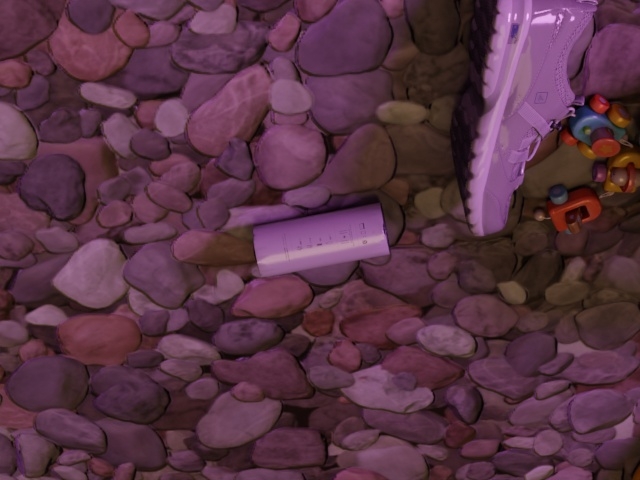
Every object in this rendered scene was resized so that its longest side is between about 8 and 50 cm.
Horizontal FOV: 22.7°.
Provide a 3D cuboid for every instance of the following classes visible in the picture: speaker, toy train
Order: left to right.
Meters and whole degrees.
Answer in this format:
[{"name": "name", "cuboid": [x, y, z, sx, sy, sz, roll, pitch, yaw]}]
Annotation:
[{"name": "speaker", "cuboid": [0.000, 0.000, 1.621, 0.136, 0.055, 0.055, -11, 134, 3]}, {"name": "toy train", "cuboid": [0.265, -0.067, 1.595, 0.125, 0.046, 0.166, -17, 133, 9]}]

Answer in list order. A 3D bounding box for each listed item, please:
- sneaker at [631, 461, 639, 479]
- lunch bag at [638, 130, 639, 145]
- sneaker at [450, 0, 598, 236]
[{"name": "sneaker", "cuboid": [0.447, 0.266, 1.900, 0.088, 0.092, 0.225, 5, 132, -11]}, {"name": "lunch bag", "cuboid": [0.472, -0.107, 1.536, 0.224, 0.107, 0.279, 31, 123, -34]}, {"name": "sneaker", "cuboid": [0.192, -0.114, 1.502, 0.115, 0.105, 0.281, 1, 133, -7]}]
